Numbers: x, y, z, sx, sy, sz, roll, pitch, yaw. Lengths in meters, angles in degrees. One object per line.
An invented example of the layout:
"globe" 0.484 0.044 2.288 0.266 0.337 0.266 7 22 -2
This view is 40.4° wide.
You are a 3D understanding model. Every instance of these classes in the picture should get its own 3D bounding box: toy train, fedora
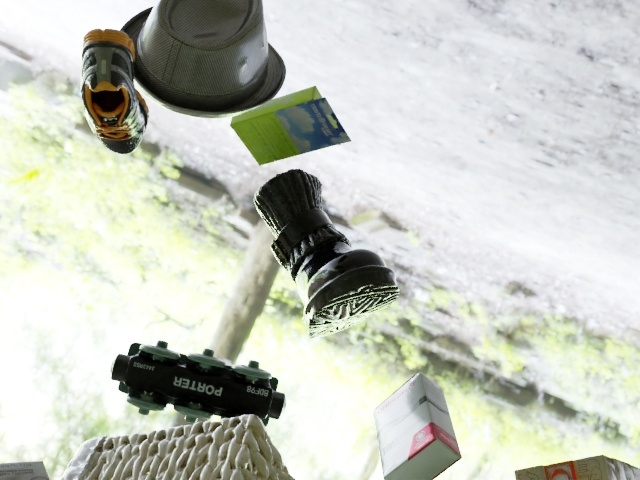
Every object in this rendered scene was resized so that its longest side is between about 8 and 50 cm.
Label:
"toy train" -0.230 0.274 1.656 0.334 0.142 0.190 14 173 -6
"fedora" -0.158 -0.300 1.250 0.243 0.275 0.124 36 136 8

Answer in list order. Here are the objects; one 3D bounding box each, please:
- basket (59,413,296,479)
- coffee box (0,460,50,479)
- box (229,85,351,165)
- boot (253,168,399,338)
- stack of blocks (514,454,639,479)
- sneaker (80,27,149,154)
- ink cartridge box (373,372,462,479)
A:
"basket" -0.153 0.424 1.008 0.266 0.328 0.331 -18 115 18
"coffee box" -0.468 0.368 1.039 0.297 0.119 0.168 7 -155 -36
"box" -0.047 -0.190 1.443 0.178 0.042 0.109 -13 137 24
"boot" -0.004 0.001 1.328 0.131 0.260 0.348 -15 169 -15
"stack of blocks" 0.388 0.388 1.274 0.171 0.087 0.297 -21 151 28
"sneaker" -0.268 -0.170 1.108 0.084 0.083 0.215 -3 150 -4
"ink cartridge box" 0.144 0.292 1.321 0.063 0.109 0.150 38 -158 -22
